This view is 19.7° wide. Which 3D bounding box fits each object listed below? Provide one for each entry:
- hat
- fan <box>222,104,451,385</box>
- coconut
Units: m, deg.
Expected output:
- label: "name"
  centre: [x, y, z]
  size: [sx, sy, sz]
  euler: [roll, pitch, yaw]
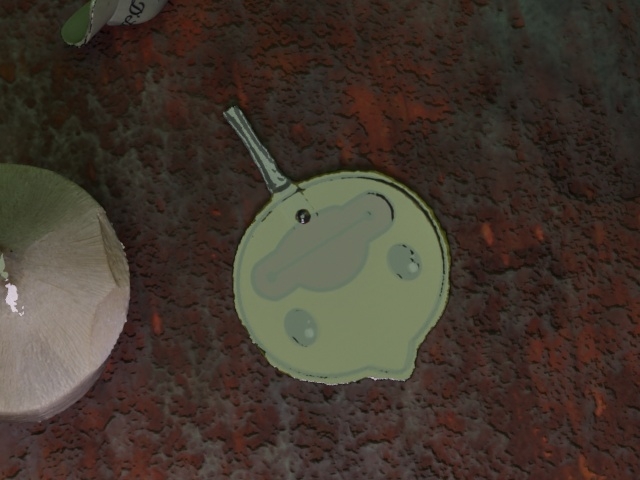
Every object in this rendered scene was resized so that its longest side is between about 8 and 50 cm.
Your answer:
- label: "hat"
  centre: [-0.194, -0.259, 1.868]
  size: [0.081, 0.122, 0.166]
  euler: [39, 53, -8]
- label: "fan"
  centre: [0.000, 0.000, 1.873]
  size: [0.229, 0.011, 0.335]
  euler: [-32, 82, -6]
- label: "coconut"
  centre: [-0.297, 0.051, 1.735]
  size: [0.237, 0.266, 0.237]
  euler: [2, 72, -6]
